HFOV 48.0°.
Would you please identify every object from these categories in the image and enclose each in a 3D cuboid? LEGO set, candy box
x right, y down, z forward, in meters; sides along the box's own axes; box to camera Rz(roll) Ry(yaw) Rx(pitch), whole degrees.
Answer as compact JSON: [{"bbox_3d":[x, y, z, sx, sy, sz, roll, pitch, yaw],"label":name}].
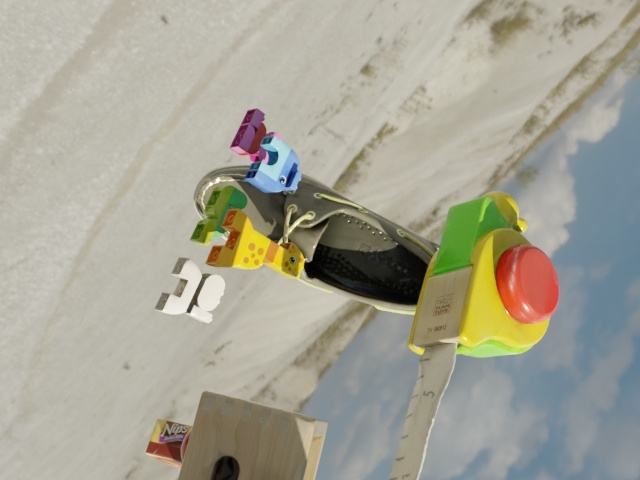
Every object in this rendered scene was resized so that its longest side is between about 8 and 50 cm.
[{"bbox_3d":[-0.060,-0.013,0.708,0.087,0.093,0.227,2,-116,52],"label":"LEGO set"},{"bbox_3d":[-0.153,0.307,1.011,0.186,0.109,0.053,61,40,-59],"label":"candy box"}]

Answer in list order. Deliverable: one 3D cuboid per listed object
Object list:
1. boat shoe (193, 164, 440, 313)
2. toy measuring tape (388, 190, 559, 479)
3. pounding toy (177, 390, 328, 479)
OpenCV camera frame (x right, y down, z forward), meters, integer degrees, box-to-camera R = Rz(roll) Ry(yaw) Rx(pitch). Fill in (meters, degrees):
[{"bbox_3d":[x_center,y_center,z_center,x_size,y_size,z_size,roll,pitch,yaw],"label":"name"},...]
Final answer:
[{"bbox_3d":[0.002,-0.004,0.780,0.091,0.305,0.109,-73,-176,-82],"label":"boat shoe"},{"bbox_3d":[0.135,0.099,0.618,0.121,0.121,0.330,122,-11,-60],"label":"toy measuring tape"},{"bbox_3d":[-0.064,0.170,0.452,0.130,0.100,0.141,72,32,-74],"label":"pounding toy"}]
